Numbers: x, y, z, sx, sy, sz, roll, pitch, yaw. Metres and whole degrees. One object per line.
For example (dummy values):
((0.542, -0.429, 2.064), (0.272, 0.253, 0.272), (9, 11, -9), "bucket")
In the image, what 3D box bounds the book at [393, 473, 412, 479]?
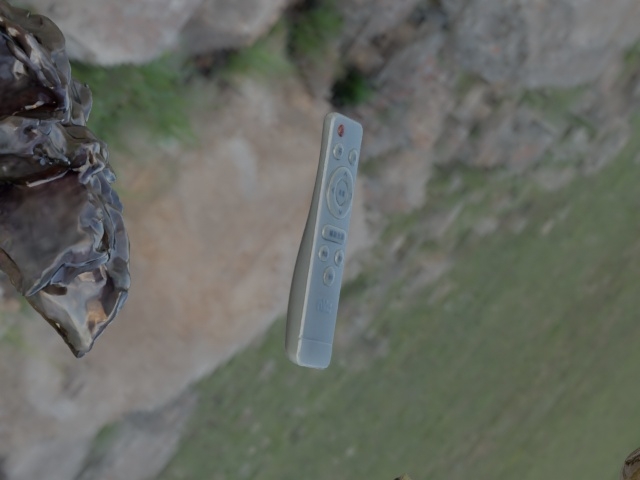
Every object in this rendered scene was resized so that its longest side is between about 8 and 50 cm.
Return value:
((0.084, 0.354, 1.683), (0.157, 0.026, 0.231), (-123, -146, -72), "book")

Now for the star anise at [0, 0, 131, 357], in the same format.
((-0.228, -0.063, 1.479), (0.117, 0.332, 0.332), (-17, 162, 4), "star anise")

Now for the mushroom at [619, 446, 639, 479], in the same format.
((0.169, 0.266, 0.729), (0.137, 0.154, 0.407), (-28, -128, 52), "mushroom")

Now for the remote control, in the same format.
((0.000, 0.000, 1.304), (0.050, 0.027, 0.184), (18, 80, -62), "remote control")
